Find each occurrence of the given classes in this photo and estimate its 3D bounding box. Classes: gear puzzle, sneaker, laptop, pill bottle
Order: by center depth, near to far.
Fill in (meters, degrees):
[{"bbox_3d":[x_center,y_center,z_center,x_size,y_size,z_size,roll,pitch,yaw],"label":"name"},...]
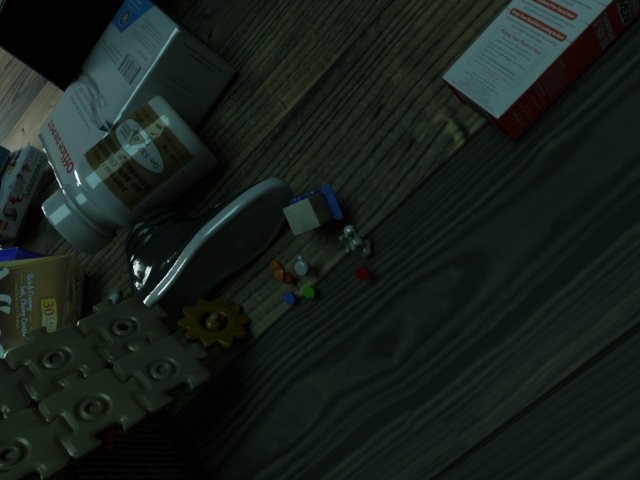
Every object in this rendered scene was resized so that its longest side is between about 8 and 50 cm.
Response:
[{"bbox_3d":[-0.227,0.144,0.606,0.175,0.339,0.044,36,132,29],"label":"gear puzzle"},{"bbox_3d":[-0.168,-0.014,0.730,0.296,0.104,0.147,-42,57,22],"label":"sneaker"},{"bbox_3d":[-0.276,-0.090,0.795,0.229,0.131,0.131,-41,50,-3],"label":"pill bottle"},{"bbox_3d":[-0.473,-0.466,1.043,0.236,0.408,0.382,19,83,15],"label":"laptop"}]

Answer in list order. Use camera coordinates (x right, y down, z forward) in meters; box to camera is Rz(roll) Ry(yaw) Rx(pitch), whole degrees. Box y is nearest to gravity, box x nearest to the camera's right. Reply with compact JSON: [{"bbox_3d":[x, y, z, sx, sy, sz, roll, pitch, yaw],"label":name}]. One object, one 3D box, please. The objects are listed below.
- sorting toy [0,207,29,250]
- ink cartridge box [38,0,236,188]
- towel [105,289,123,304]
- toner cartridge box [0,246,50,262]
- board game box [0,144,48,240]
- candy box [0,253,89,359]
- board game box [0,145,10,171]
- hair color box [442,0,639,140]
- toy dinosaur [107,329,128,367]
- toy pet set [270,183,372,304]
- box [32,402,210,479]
[{"bbox_3d":[-0.769,0.017,1.224,0.307,0.041,0.229,3,73,38],"label":"sorting toy"},{"bbox_3d":[-0.315,-0.230,0.918,0.307,0.129,0.223,-51,50,10],"label":"ink cartridge box"},{"bbox_3d":[-0.339,0.147,0.794,0.113,0.023,0.152,-52,17,20],"label":"towel"},{"bbox_3d":[-0.607,0.193,1.004,0.165,0.075,0.347,-7,68,36],"label":"toner cartridge box"},{"bbox_3d":[-0.719,-0.087,1.182,0.305,0.053,0.193,-6,62,35],"label":"board game box"},{"bbox_3d":[-0.543,0.133,0.857,0.316,0.087,0.183,-6,59,-4],"label":"candy box"},{"bbox_3d":[-0.819,-0.082,1.164,0.336,0.079,0.253,-1,65,38],"label":"board game box"},{"bbox_3d":[0.217,-0.194,0.545,0.167,0.053,0.093,-47,49,14],"label":"hair color box"},{"bbox_3d":[-0.289,0.157,0.813,0.082,0.047,0.090,7,109,30],"label":"toy dinosaur"},{"bbox_3d":[0.000,0.000,0.644,0.122,0.065,0.114,-21,95,33],"label":"toy pet set"},{"bbox_3d":[-0.229,0.298,0.595,0.381,0.191,0.143,39,97,41],"label":"box"}]
